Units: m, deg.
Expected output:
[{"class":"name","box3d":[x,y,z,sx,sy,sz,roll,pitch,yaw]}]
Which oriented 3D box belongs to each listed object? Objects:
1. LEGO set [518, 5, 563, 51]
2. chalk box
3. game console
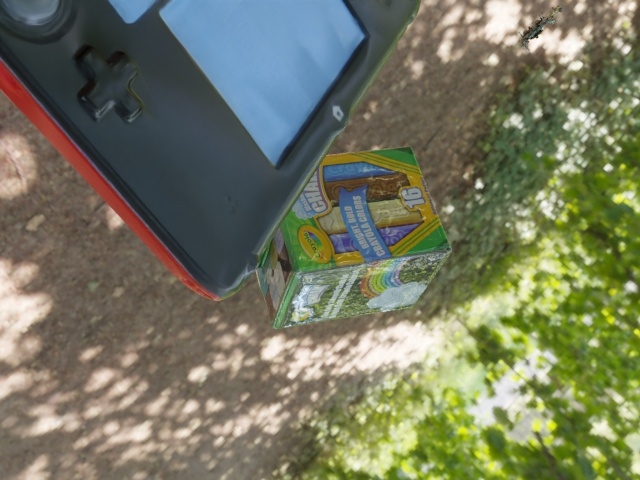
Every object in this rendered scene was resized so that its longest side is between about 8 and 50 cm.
[{"class":"LEGO set","box3d":[0.257,-0.255,1.001,0.054,0.023,0.083,-36,-166,37]},{"class":"chalk box","box3d":[0.000,0.000,1.177,0.288,0.179,0.180,-6,151,-19]},{"class":"game console","box3d":[-0.081,-0.204,0.580,0.060,0.342,0.387,-17,-148,45]}]
